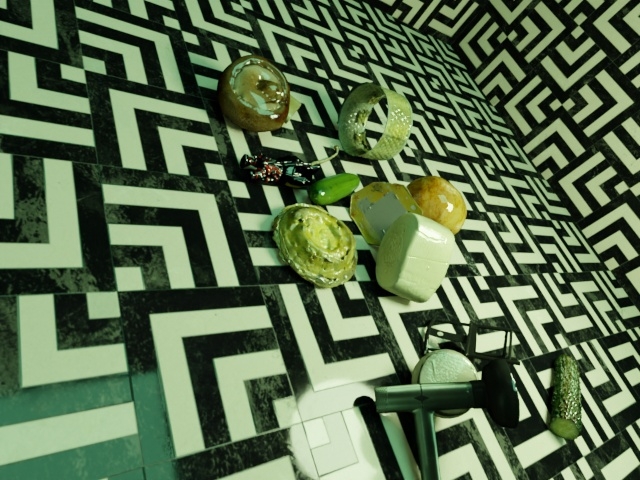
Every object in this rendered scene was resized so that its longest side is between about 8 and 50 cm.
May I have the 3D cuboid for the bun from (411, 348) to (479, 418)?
[{"bbox_3d":[0.323,0.374,1.184,0.172,0.120,0.173,0,72,0],"label":"bun"}]

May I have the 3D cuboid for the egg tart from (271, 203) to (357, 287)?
[{"bbox_3d":[0.000,0.000,1.265,0.278,0.095,0.279,23,45,-25],"label":"egg tart"}]

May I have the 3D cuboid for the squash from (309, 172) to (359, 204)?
[{"bbox_3d":[0.042,-0.166,1.447,0.082,0.082,0.292,50,32,7],"label":"squash"}]

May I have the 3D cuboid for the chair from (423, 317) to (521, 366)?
[{"bbox_3d":[0.444,0.332,1.329,0.259,0.142,0.155,5,33,23],"label":"chair"}]

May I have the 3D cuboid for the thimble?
[{"bbox_3d":[0.199,-0.438,1.678,0.149,0.271,0.271,3,55,-40],"label":"thimble"}]

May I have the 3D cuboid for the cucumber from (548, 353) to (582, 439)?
[{"bbox_3d":[0.836,0.509,1.532,0.096,0.096,0.359,46,39,2],"label":"cucumber"}]

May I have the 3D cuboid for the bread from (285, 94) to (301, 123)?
[{"bbox_3d":[-0.165,-0.493,1.576,0.178,0.060,0.140,36,40,-10],"label":"bread"}]

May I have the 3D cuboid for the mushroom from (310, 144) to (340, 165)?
[{"bbox_3d":[0.005,-0.277,1.566,0.028,0.026,0.286,32,40,10],"label":"mushroom"}]

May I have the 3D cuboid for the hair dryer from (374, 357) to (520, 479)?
[{"bbox_3d":[0.310,0.451,1.065,0.156,0.320,0.284,-17,92,-84],"label":"hair dryer"}]

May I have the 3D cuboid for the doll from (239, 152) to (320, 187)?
[{"bbox_3d":[-0.116,-0.213,1.366,0.248,0.088,0.127,-8,82,-33],"label":"doll"}]

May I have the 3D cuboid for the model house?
[{"bbox_3d":[0.220,-0.086,1.516,0.219,0.207,0.136,55,8,18],"label":"model house"}]

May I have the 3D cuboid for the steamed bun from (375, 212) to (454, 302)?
[{"bbox_3d":[0.281,0.050,1.372,0.199,0.250,0.154,19,8,-28],"label":"steamed bun"}]

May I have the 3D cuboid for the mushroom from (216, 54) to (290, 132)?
[{"bbox_3d":[-0.205,-0.454,1.422,0.253,0.153,0.253,8,68,-21],"label":"mushroom"}]

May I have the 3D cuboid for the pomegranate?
[{"bbox_3d":[0.392,-0.112,1.597,0.248,0.248,0.248,23,44,-24],"label":"pomegranate"}]
